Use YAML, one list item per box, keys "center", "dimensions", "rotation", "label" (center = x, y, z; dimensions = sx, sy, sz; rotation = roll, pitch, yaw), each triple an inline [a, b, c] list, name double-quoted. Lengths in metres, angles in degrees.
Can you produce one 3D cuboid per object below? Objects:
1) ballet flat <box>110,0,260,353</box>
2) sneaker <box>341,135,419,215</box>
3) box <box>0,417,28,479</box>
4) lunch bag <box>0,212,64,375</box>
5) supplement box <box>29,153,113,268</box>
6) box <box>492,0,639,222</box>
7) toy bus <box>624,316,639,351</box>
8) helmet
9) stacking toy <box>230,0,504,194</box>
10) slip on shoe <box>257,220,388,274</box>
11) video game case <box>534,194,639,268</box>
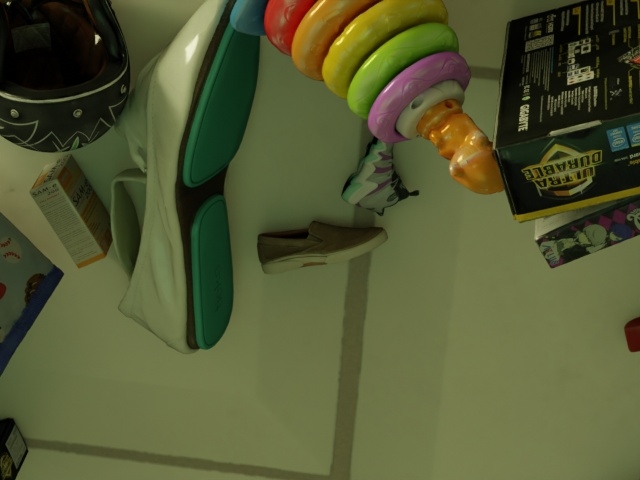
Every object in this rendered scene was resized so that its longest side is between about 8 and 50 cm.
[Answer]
- center: [-0.148, -0.071, 1.929]
  dimensions: [0.139, 0.139, 0.400]
  rotation: [8, 119, 3]
  label: "ballet flat"
- center: [0.071, -0.066, 1.945]
  dimensions: [0.069, 0.038, 0.098]
  rotation: [26, 127, -8]
  label: "sneaker"
- center: [-0.442, 0.281, 2.114]
  dimensions: [0.220, 0.175, 0.051]
  rotation: [-15, 114, 16]
  label: "box"
- center: [-0.521, 0.063, 1.986]
  dimensions: [0.385, 0.239, 0.328]
  rotation: [-27, 112, 37]
  label: "lunch bag"
- center: [-0.250, -0.030, 1.989]
  dimensions: [0.036, 0.062, 0.098]
  rotation: [-23, 113, 19]
  label: "supplement box"
- center: [0.288, -0.141, 1.713]
  dimensions: [0.257, 0.322, 0.079]
  rotation: [-12, 114, 13]
  label: "box"
- center: [0.396, 0.066, 1.929]
  dimensions: [0.202, 0.104, 0.191]
  rotation: [16, 118, -1]
  label: "toy bus"
- center: [-0.258, -0.164, 1.857]
  dimensions: [0.169, 0.169, 0.161]
  rotation: [-13, 93, 14]
  label: "helmet"
- center: [0.074, -0.154, 1.744]
  dimensions: [0.302, 0.175, 0.165]
  rotation: [54, 131, 21]
  label: "stacking toy"
- center: [0.000, 0.000, 1.983]
  dimensions: [0.135, 0.051, 0.041]
  rotation: [-12, 103, 20]
  label: "slip on shoe"
- center: [0.298, -0.081, 1.795]
  dimensions: [0.210, 0.232, 0.042]
  rotation: [-23, 114, 17]
  label: "video game case"
